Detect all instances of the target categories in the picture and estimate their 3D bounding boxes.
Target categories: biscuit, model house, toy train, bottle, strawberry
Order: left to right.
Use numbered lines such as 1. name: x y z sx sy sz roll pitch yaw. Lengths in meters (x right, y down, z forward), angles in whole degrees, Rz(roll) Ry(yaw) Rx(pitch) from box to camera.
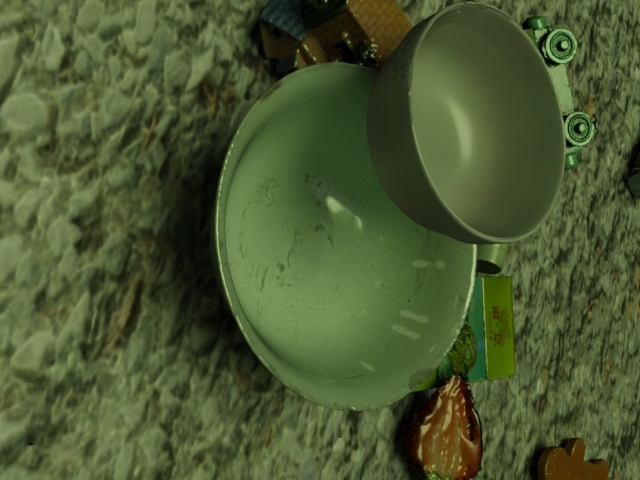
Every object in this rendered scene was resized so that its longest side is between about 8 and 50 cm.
1. model house: 0.010 -0.310 0.972 0.172 0.182 0.166 53 57 -24
2. strawberry: 0.195 0.323 1.118 0.140 0.085 0.192 -24 98 -17
3. bottle: 0.323 -0.042 1.258 0.072 0.072 0.202 31 68 -31
4. toy train: 0.417 -0.279 1.342 0.189 0.126 0.308 -15 96 -5
5. biscuit: 0.503 0.481 1.372 0.250 0.036 0.166 33 67 -35

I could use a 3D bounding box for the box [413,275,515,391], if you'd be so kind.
1. box: 0.215 0.155 1.175 0.334 0.047 0.187 2 84 -38

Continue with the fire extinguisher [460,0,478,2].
1. fire extinguisher: 0.273 -0.424 1.272 0.100 0.046 0.032 -57 131 -25

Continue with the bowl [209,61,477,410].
1. bowl: 0.000 0.000 0.929 0.434 0.196 0.435 5 82 -37

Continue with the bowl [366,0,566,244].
1. bowl: 0.165 -0.134 0.855 0.286 0.143 0.287 4 84 -37

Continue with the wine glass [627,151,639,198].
1. wine glass: 0.815 -0.189 1.624 0.204 0.111 0.111 -50 115 -24
